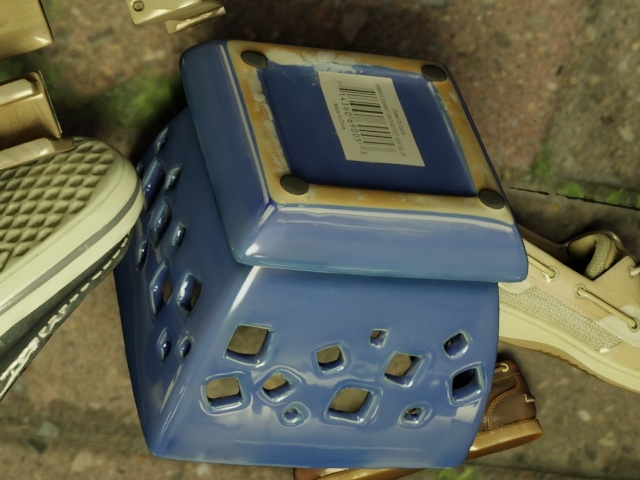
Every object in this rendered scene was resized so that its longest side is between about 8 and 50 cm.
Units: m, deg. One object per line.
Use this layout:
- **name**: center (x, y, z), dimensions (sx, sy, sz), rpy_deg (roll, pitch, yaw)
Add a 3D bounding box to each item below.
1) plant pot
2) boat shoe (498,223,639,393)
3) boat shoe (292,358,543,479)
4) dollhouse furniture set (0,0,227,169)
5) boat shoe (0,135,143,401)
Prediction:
- **plant pot**: center (0.000, 0.000, 1.294), dimensions (0.236, 0.236, 0.212), rpy_deg (4, 132, -21)
- **boat shoe**: center (0.214, 0.045, 1.496), dimensions (0.302, 0.109, 0.098), rpy_deg (20, 103, -19)
- **boat shoe**: center (0.071, 0.149, 1.508), dimensions (0.207, 0.073, 0.073), rpy_deg (-14, 76, -18)
- **dollhouse furniture set**: center (-0.198, -0.159, 1.250), dimensions (0.242, 0.161, 0.212), rpy_deg (-19, 95, 5)
- **boat shoe**: center (-0.300, 0.124, 1.305), dimensions (0.500, 0.187, 0.156), rpy_deg (-44, 124, 4)
